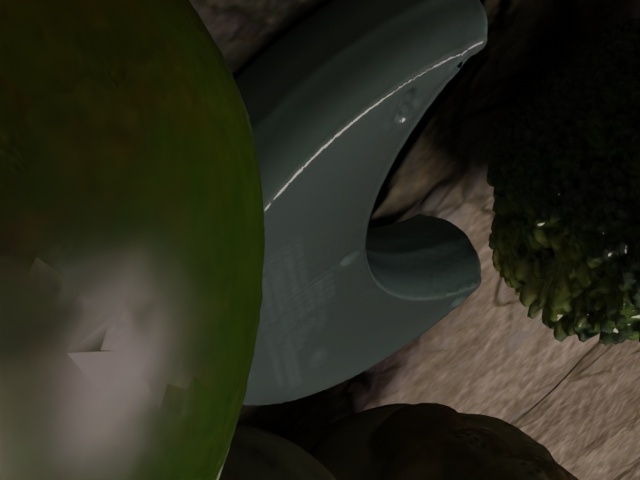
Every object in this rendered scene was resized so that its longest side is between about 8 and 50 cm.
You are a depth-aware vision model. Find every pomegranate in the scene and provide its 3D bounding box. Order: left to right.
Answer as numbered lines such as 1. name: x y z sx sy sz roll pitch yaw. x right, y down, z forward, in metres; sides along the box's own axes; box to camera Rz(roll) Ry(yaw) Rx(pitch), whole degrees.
1. pomegranate: -0.124 0.048 0.464 0.310 0.216 0.358 -50 156 11

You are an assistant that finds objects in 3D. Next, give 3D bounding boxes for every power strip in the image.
1. power strip: 0.000 0.000 0.769 0.167 0.054 0.253 -32 154 -15

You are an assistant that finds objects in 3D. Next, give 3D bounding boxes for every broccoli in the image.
1. broccoli: 0.171 -0.018 0.808 0.198 0.226 0.176 -16 133 10

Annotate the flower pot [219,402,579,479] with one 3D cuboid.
1. flower pot: 0.006 0.218 0.882 0.307 0.307 0.244 -47 141 13
